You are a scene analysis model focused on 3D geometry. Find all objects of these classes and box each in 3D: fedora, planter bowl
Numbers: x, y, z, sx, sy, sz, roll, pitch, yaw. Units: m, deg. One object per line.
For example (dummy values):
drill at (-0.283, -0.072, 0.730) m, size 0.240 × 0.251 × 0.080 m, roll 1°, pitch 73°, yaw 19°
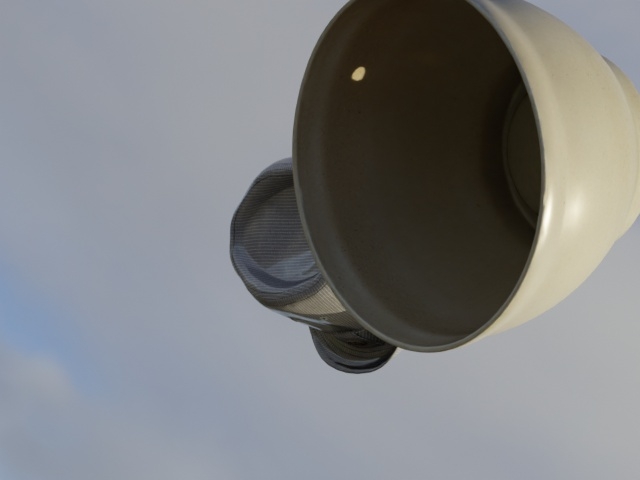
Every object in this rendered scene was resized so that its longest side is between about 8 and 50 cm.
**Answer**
fedora at (0.000, 0.000, 1.639) m, size 0.124 × 0.243 × 0.275 m, roll 6°, pitch 1°, yaw -31°
planter bowl at (0.079, -0.037, 0.790) m, size 0.109 × 0.162 × 0.162 m, roll -7°, pitch 11°, yaw -38°
